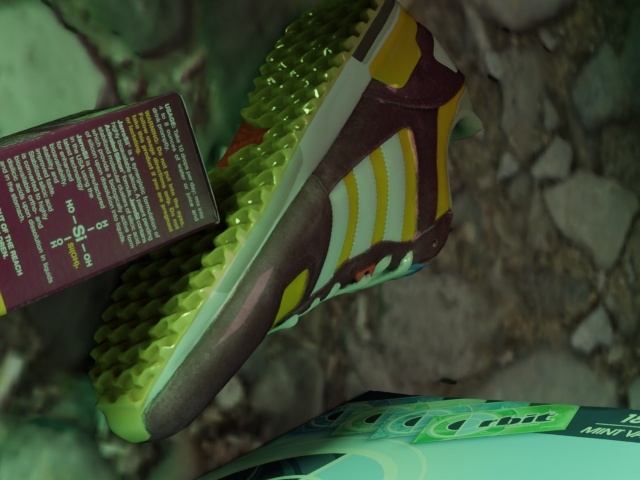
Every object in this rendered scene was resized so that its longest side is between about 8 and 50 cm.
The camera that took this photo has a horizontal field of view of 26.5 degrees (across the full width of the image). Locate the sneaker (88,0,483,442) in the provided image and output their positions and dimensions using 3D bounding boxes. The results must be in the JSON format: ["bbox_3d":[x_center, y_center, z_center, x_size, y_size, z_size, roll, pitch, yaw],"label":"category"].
[{"bbox_3d":[0.000,0.000,0.451,0.084,0.069,0.185,44,61,-25],"label":"sneaker"}]

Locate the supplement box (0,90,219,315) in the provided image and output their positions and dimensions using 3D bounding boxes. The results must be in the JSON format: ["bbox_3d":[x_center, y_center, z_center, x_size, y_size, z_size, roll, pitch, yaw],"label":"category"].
[{"bbox_3d":[-0.081,-0.010,0.391,0.083,0.055,0.043,-25,103,-38],"label":"supplement box"}]

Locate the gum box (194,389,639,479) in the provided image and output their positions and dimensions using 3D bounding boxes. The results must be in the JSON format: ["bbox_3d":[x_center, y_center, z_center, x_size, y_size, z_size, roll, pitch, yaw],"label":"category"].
[{"bbox_3d":[0.009,0.097,0.393,0.184,0.157,0.041,-23,102,-40],"label":"gum box"}]
